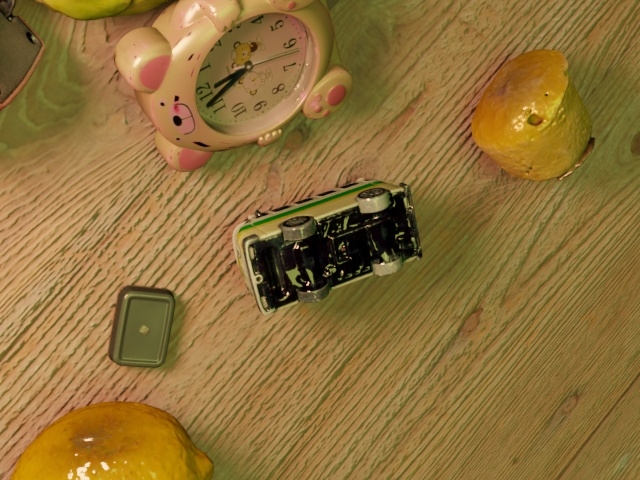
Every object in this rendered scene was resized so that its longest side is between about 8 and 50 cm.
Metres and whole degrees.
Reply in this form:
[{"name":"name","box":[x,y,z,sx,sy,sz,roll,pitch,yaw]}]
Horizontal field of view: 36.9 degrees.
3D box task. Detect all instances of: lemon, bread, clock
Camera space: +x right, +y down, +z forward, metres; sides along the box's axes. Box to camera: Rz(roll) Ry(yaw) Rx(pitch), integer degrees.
[{"name":"lemon","box":[-0.308,0.362,1.390,0.310,0.253,0.253,-6,105,-5]},{"name":"bread","box":[0.350,-0.203,1.580,0.170,0.197,0.197,41,84,-32]},{"name":"clock","box":[-0.116,-0.249,1.357,0.309,0.114,0.284,-32,143,-11]}]

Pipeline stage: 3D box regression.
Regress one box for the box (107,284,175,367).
[{"name":"box","box":[-0.272,0.134,1.470,0.091,0.031,0.126,9,100,-25]}]

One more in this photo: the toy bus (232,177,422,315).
[{"name":"toy bus","box":[0.000,0.000,1.484,0.276,0.165,0.134,-19,110,-18]}]

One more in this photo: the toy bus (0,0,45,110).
[{"name":"toy bus","box":[-0.557,-0.302,1.136,0.233,0.203,0.427,-33,117,24]}]

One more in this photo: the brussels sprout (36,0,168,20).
[{"name":"brussels sprout","box":[-0.269,-0.421,1.234,0.294,0.227,0.259,-22,121,22]}]

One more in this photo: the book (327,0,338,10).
[{"name":"book","box":[-0.046,-0.373,1.461,0.127,0.014,0.182,44,83,-25]}]
